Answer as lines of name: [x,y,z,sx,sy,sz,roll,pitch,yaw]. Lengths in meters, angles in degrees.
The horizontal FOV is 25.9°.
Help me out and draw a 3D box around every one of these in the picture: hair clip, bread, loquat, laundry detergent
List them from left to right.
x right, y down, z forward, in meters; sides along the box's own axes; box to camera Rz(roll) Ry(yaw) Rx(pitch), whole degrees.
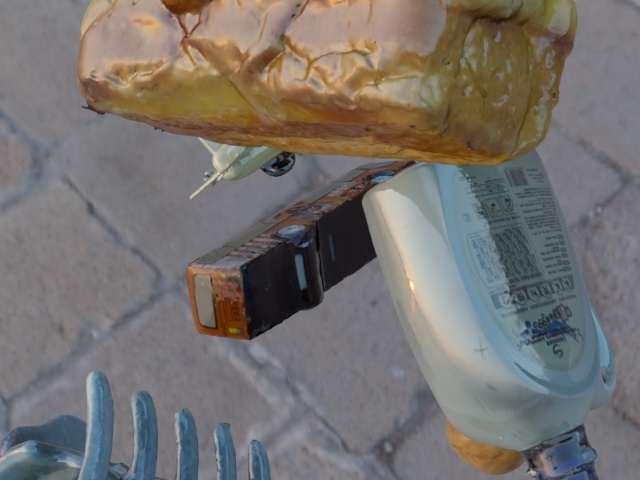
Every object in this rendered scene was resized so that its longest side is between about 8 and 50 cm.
hair clip: [-0.191,0.268,1.227,0.238,0.318,0.392,-24,57,22]
bread: [-0.004,-0.141,0.945,0.344,0.195,0.148,7,84,41]
loquat: [0.212,0.209,1.643,0.137,0.137,0.113,-42,97,-23]
laundry detergent: [0.157,0.067,1.091,0.215,0.105,0.280,-12,75,-53]

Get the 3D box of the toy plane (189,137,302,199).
toy plane: [-0.025,-0.126,1.321,0.244,0.229,0.092,-40,92,-34]

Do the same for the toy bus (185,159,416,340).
toy bus: [0.000,0.000,1.562,0.092,0.093,0.409,1,18,31]
